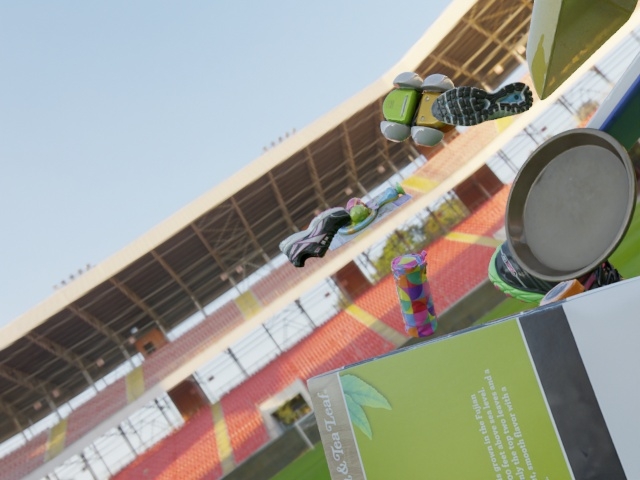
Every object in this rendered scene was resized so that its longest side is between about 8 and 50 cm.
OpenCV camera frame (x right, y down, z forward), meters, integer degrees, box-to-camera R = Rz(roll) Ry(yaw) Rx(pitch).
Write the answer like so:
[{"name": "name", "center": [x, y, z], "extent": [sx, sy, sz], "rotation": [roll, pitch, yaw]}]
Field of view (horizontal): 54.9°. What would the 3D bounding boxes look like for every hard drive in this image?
[{"name": "hard drive", "center": [0.574, -0.237, 1.144], "extent": [0.210, 0.040, 0.318], "rotation": [-22, -28, -28]}]

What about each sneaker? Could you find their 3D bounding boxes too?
[{"name": "sneaker", "center": [0.705, 0.097, 1.654], "extent": [0.185, 0.483, 0.202], "rotation": [-45, -33, -66]}, {"name": "sneaker", "center": [0.000, 0.000, 1.378], "extent": [0.178, 0.077, 0.072], "rotation": [-36, -27, 15]}, {"name": "sneaker", "center": [0.256, -0.211, 0.995], "extent": [0.162, 0.063, 0.073], "rotation": [-6, -3, -7]}]

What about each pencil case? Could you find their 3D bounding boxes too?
[{"name": "pencil case", "center": [0.265, 0.151, 1.711], "extent": [0.105, 0.236, 0.104], "rotation": [-11, 21, 4]}]

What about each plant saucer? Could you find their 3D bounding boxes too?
[{"name": "plant saucer", "center": [0.484, -0.473, 1.104], "extent": [0.333, 0.081, 0.332], "rotation": [-42, -30, -19]}, {"name": "plant saucer", "center": [0.440, -0.061, 1.092], "extent": [0.041, 0.277, 0.278], "rotation": [12, -39, -26]}]

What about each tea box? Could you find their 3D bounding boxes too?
[{"name": "tea box", "center": [0.218, 0.188, 0.620], "extent": [0.324, 0.219, 0.329], "rotation": [-22, -16, 24]}]

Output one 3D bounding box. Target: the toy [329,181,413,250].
[{"name": "toy", "center": [0.100, -0.076, 1.525], "extent": [0.237, 0.056, 0.137], "rotation": [-30, 22, -4]}]

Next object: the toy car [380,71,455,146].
[{"name": "toy car", "center": [0.238, -0.298, 1.436], "extent": [0.136, 0.182, 0.159], "rotation": [10, -85, -56]}]

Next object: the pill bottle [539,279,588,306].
[{"name": "pill bottle", "center": [0.539, 0.188, 1.189], "extent": [0.130, 0.245, 0.130], "rotation": [-42, -4, -4]}]
